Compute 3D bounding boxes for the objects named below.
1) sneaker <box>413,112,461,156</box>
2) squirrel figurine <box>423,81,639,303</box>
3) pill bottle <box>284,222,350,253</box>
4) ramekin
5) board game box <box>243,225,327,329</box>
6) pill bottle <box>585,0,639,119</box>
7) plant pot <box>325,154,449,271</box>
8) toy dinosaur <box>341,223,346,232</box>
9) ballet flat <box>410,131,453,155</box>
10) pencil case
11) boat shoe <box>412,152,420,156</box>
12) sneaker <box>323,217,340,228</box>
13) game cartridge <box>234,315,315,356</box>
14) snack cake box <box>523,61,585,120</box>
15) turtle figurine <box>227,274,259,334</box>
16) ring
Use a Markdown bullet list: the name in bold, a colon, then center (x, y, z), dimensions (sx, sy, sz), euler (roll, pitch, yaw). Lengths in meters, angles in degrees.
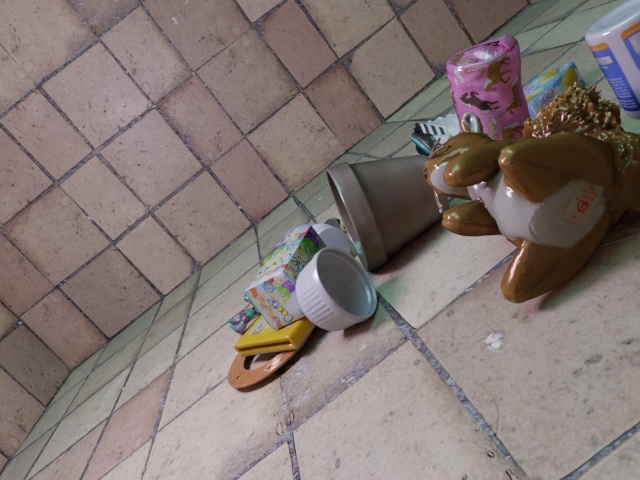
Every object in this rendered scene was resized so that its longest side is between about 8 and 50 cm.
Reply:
- **sneaker**: center (0.461, -0.417, 1.759), dimensions (0.257, 0.169, 0.447), euler (8, 39, 23)
- **squirrel figurine**: center (0.405, -0.132, 1.003), dimensions (0.397, 0.281, 0.370), euler (-23, 26, -7)
- **pill bottle**: center (-0.014, 0.020, 1.797), dimensions (0.160, 0.160, 0.283), euler (-43, 15, -15)
- **ramekin**: center (0.034, 0.130, 1.295), dimensions (0.109, 0.207, 0.207), euler (-40, 12, 33)
- **board game box**: center (-0.076, 0.099, 1.451), dimensions (0.142, 0.144, 0.275), euler (-28, 16, 27)
- **pill bottle**: center (0.669, -0.343, 1.032), dimensions (0.152, 0.272, 0.152), euler (-36, 16, 12)
- **plant pot**: center (0.200, -0.110, 1.481), dimensions (0.280, 0.323, 0.323), euler (-23, 15, -2)
- **toy dinosaur**: center (0.132, -0.047, 1.840), dimensions (0.112, 0.064, 0.211), euler (-25, 20, 38)
- **ballet flat**: center (0.389, -0.255, 1.549), dimensions (0.096, 0.280, 0.095), euler (-43, -29, 12)
- **pencil case**: center (0.411, -0.266, 1.187), dimensions (0.167, 0.386, 0.160), euler (-21, 26, 11)
- **boat shoe**: center (0.392, -0.321, 2.042), dimensions (0.063, 0.059, 0.170), euler (-35, 15, 13)
- **sneaker**: center (0.000, 0.000, 2.027), dimensions (0.222, 0.083, 0.118), euler (-43, -5, 11)
- **game cartridge**: center (-0.078, 0.201, 1.508), dimensions (0.285, 0.052, 0.323), euler (-21, 23, 47)
- **snack cake box**: center (0.690, -0.434, 1.615), dimensions (0.264, 0.089, 0.152), euler (-45, 17, -23)
- **turtle figurine**: center (-0.239, 0.218, 1.836), dimensions (0.234, 0.118, 0.175), euler (-55, 1, -2)
- **ring**: center (-0.132, 0.303, 1.493), dimensions (0.336, 0.032, 0.336), euler (-35, 15, 11)
